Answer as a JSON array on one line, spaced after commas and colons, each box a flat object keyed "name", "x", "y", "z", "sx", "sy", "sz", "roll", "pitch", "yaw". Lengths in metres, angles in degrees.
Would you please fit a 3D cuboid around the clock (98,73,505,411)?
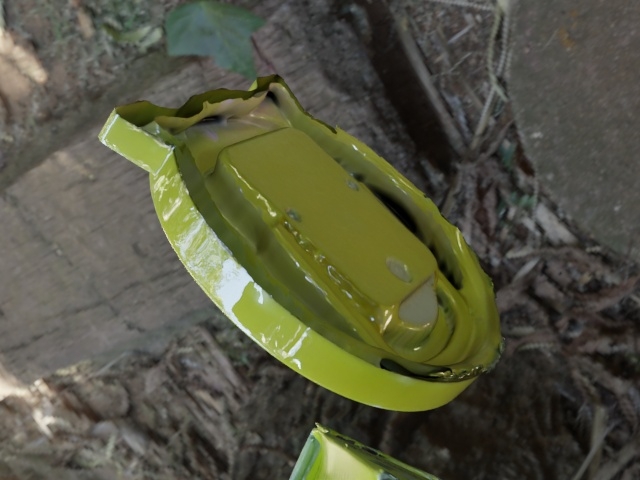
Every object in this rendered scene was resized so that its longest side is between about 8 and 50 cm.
[{"name": "clock", "x": -0.001, "y": 0.004, "z": 0.729, "sx": 0.293, "sy": 0.277, "sz": 0.071, "roll": 46, "pitch": 118, "yaw": 15}]

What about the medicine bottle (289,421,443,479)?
[{"name": "medicine bottle", "x": 0.050, "y": 0.247, "z": 0.799, "sx": 0.137, "sy": 0.141, "sz": 0.250, "roll": 24, "pitch": 174, "yaw": -10}]
